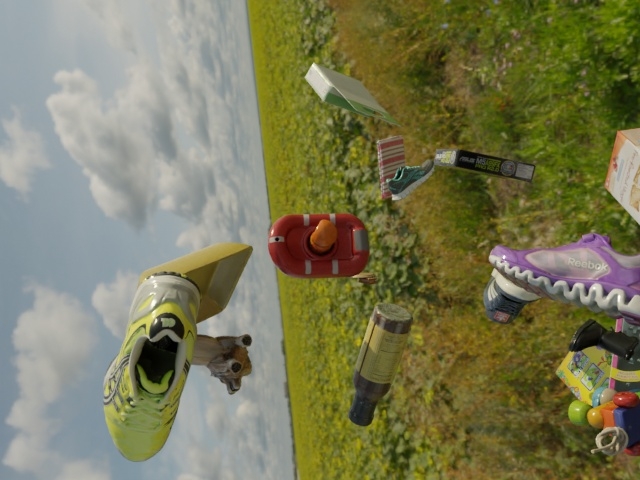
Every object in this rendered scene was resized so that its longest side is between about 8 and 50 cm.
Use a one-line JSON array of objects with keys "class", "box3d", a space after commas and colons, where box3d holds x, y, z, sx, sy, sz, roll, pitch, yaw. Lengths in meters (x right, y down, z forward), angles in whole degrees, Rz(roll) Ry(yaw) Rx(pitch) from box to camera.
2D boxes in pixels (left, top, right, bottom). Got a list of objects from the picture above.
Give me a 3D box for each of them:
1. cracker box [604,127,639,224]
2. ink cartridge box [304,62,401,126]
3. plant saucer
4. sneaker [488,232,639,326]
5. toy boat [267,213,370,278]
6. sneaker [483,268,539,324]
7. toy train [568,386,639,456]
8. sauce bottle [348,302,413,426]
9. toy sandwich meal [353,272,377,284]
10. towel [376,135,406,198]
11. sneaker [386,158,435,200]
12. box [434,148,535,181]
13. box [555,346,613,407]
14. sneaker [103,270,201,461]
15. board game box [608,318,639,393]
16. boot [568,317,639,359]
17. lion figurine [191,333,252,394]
[{"class": "cracker box", "box3d": [0.730, -0.128, 1.229, 0.232, 0.067, 0.155, -99, 1, -53]}, {"class": "ink cartridge box", "box3d": [0.082, -0.356, 1.421, 0.056, 0.171, 0.235, -54, 49, 29]}, {"class": "plant saucer", "box3d": [-0.372, 0.138, 1.489, 0.081, 0.333, 0.333, 51, 138, 19]}, {"class": "sneaker", "box3d": [0.358, 0.036, 0.777, 0.095, 0.236, 0.104, 27, -97, -50]}, {"class": "toy boat", "box3d": [0.000, 0.000, 1.220, 0.151, 0.231, 0.151, 106, 162, -69]}, {"class": "sneaker", "box3d": [0.513, 0.164, 1.508, 0.350, 0.131, 0.148, -1, -68, -75]}, {"class": "toy train", "box3d": [0.512, 0.324, 1.005, 0.143, 0.248, 0.105, -14, 85, 63]}, {"class": "sauce bottle", "box3d": [0.148, 0.335, 1.474, 0.111, 0.111, 0.344, -108, 31, -65]}, {"class": "toy sandwich meal", "box3d": [0.129, 0.114, 1.658, 0.085, 0.086, 0.029, -162, 70, -84]}, {"class": "towel", "box3d": [0.237, -0.246, 1.851, 0.029, 0.144, 0.197, 4, 107, 39]}, {"class": "sneaker", "box3d": [0.256, -0.188, 1.584, 0.076, 0.166, 0.065, 53, 165, -16]}, {"class": "box", "box3d": [0.544, -0.254, 1.861, 0.216, 0.270, 0.060, -122, 42, -78]}, {"class": "box", "box3d": [0.897, 0.431, 1.578, 0.177, 0.290, 0.279, -63, 17, 16]}, {"class": "sneaker", "box3d": [-0.301, 0.243, 0.945, 0.147, 0.145, 0.384, -106, 29, -62]}, {"class": "board game box", "box3d": [0.746, 0.280, 1.179, 0.097, 0.224, 0.303, 26, -107, -50]}, {"class": "boot", "box3d": [0.551, 0.201, 1.075, 0.099, 0.121, 0.045, 29, 126, 35]}, {"class": "lion figurine", "box3d": [-0.332, 0.284, 1.424, 0.240, 0.392, 0.142, -20, 50, 54]}]
